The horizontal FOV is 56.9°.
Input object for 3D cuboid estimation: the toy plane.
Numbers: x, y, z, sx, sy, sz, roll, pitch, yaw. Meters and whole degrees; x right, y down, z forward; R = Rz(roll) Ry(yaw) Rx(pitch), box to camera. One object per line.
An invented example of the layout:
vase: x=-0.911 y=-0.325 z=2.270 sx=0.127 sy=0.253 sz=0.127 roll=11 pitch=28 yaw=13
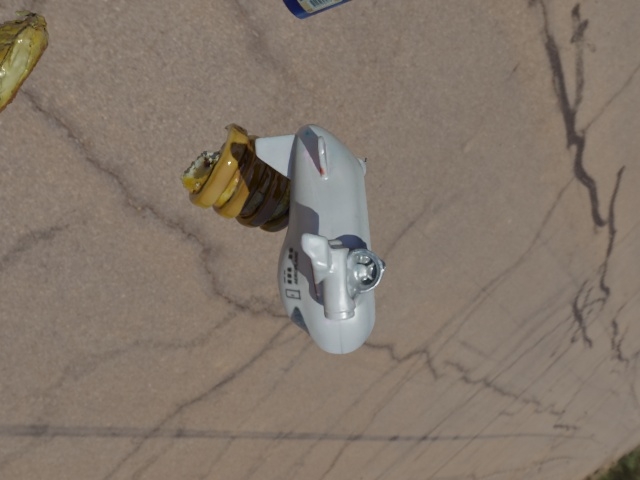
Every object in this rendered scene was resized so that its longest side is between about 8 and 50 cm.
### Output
toy plane: x=0.004 y=0.000 z=0.642 sx=0.118 sy=0.252 sz=0.252 roll=-9 pitch=143 yaw=1

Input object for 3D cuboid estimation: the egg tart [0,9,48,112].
egg tart: x=-0.519 y=-0.231 z=0.873 sx=0.116 sy=0.295 sz=0.295 roll=35 pitch=101 yaw=-33

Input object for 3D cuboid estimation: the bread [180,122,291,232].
bread: x=-0.091 y=-0.075 z=0.772 sx=0.177 sy=0.084 sz=0.119 roll=23 pitch=117 yaw=-30

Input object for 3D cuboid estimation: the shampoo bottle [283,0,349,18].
shampoo bottle: x=0.008 y=-0.478 z=1.113 sx=0.087 sy=0.182 sz=0.050 roll=45 pitch=58 yaw=-37
